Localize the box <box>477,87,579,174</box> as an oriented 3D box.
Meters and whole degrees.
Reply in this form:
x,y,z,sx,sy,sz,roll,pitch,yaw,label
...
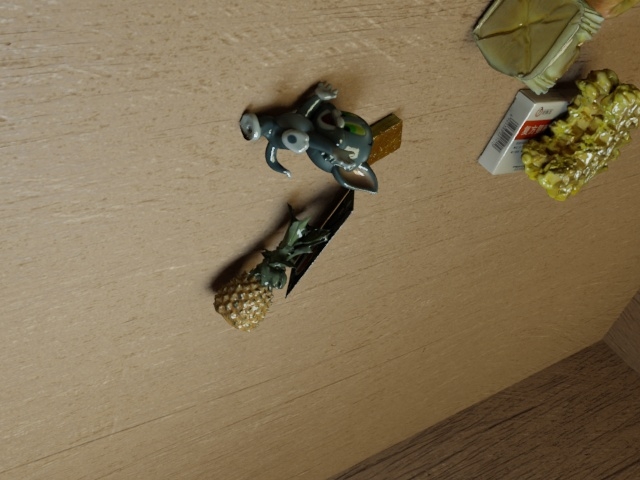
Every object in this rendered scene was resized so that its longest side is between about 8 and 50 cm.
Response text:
x,y,z,sx,sy,sz,roll,pitch,yaw,label
0.567,-0.278,2.286,0.353,0.069,0.214,-11,139,-45,box

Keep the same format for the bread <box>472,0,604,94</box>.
x,y,z,sx,sy,sz,roll,pitch,yaw,label
0.428,-0.416,1.800,0.110,0.192,0.210,1,129,-54,bread

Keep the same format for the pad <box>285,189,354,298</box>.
x,y,z,sx,sy,sz,roll,pitch,yaw,label
0.000,0.000,1.930,0.245,0.006,0.170,-53,-170,20,pad

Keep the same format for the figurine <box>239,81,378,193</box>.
x,y,z,sx,sy,sz,roll,pitch,yaw,label
-0.009,-0.173,1.636,0.265,0.193,0.140,-11,142,-24,figurine

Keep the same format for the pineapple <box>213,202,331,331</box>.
x,y,z,sx,sy,sz,roll,pitch,yaw,label
-0.101,0.056,1.854,0.277,0.119,0.130,-51,169,4,pineapple

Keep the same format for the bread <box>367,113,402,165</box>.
x,y,z,sx,sy,sz,roll,pitch,yaw,label
0.123,-0.206,1.879,0.094,0.035,0.090,-31,150,-19,bread

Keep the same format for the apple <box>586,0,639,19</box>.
x,y,z,sx,sy,sz,roll,pitch,yaw,label
0.579,-0.548,1.841,0.209,0.164,0.209,-29,160,-12,apple

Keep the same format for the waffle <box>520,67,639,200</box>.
x,y,z,sx,sy,sz,roll,pitch,yaw,label
0.632,-0.255,2.184,0.324,0.151,0.261,-49,155,19,waffle
